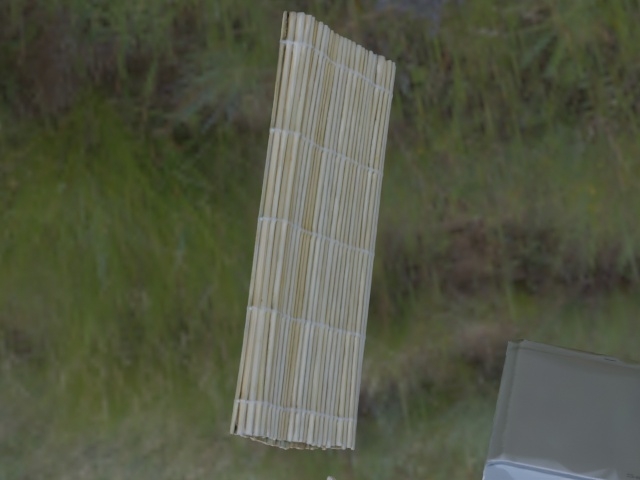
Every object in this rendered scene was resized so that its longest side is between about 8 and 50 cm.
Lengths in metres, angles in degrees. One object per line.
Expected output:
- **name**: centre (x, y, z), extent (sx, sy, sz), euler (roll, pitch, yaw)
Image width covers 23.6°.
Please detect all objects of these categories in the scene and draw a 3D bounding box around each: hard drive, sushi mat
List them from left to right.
- **sushi mat**: centre (0.000, 0.000, 1.158), extent (0.019, 0.316, 0.151), euler (3, 173, 33)
- **hard drive**: centre (0.255, 0.170, 1.363), extent (0.203, 0.040, 0.307), euler (11, -164, 8)

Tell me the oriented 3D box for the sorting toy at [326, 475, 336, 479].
- **sorting toy**: centre (-0.006, 0.265, 1.367), extent (0.083, 0.045, 0.075), euler (-28, 132, -37)
